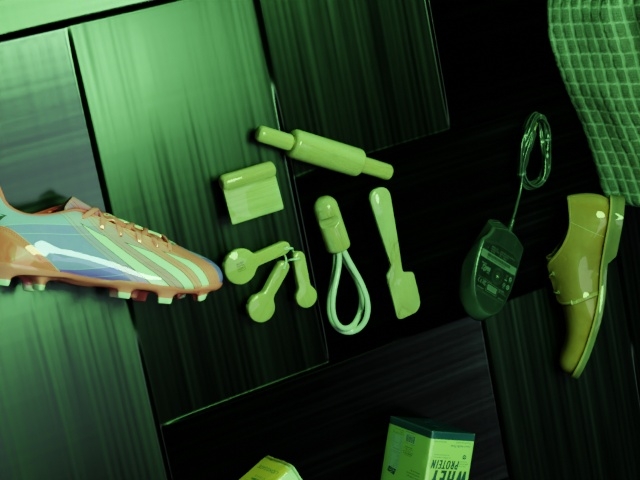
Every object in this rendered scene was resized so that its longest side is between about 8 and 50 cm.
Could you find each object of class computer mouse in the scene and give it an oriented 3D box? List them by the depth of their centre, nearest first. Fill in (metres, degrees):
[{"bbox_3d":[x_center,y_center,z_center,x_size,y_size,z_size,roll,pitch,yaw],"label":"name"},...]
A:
[{"bbox_3d":[0.198,-0.028,1.756,0.071,0.041,0.242,33,71,-38],"label":"computer mouse"}]

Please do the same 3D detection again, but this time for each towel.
[{"bbox_3d":[0.367,-0.154,1.726,0.121,0.235,0.284,-25,107,-23],"label":"towel"}]

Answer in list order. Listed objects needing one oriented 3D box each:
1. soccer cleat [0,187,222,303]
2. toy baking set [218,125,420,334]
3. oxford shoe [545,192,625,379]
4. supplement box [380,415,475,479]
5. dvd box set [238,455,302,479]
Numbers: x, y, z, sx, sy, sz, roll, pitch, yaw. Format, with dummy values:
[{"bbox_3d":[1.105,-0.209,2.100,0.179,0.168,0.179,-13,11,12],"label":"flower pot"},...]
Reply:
[{"bbox_3d":[-0.199,0.006,1.494,0.248,0.083,0.095,6,87,-29],"label":"soccer cleat"},{"bbox_3d":[0.000,-0.007,1.642,0.256,0.030,0.197,10,93,-31],"label":"toy baking set"},{"bbox_3d":[0.285,0.049,1.804,0.076,0.076,0.212,8,99,4],"label":"oxford shoe"},{"bbox_3d":[0.111,0.234,1.698,0.056,0.083,0.083,8,92,-30],"label":"supplement box"},{"bbox_3d":[-0.118,0.463,1.597,0.420,0.062,0.308,-41,114,-22],"label":"dvd box set"}]
